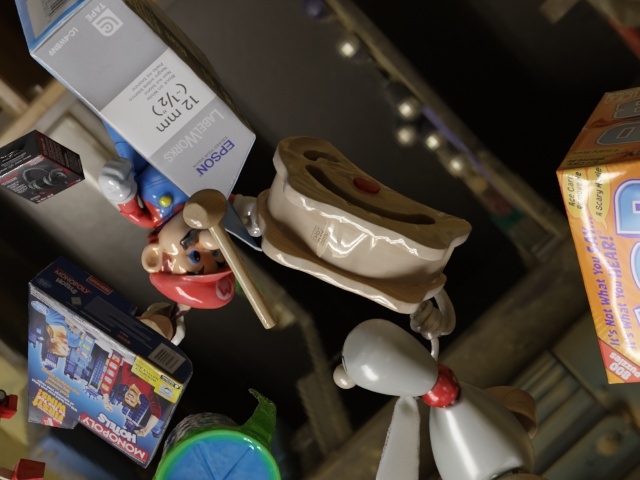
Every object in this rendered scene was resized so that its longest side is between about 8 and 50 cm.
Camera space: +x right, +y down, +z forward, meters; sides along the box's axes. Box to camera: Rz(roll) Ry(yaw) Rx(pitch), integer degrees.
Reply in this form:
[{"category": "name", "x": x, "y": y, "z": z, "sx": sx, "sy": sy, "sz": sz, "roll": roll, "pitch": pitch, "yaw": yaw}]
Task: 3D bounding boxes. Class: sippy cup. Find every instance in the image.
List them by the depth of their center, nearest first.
[{"category": "sippy cup", "x": -0.204, "y": 0.431, "z": 2.166, "sx": 0.224, "sy": 0.305, "sz": 0.240, "roll": -143, "pitch": 35, "yaw": -75}]

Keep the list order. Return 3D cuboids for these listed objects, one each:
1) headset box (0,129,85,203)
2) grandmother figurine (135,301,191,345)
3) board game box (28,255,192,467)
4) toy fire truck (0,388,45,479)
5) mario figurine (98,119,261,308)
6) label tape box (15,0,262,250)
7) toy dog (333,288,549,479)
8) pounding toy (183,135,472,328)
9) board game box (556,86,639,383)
[{"category": "headset box", "x": -0.281, "y": -0.073, "z": 1.127, "sx": 0.083, "sy": 0.062, "sz": 0.032, "roll": 34, "pitch": -147, "yaw": -63}, {"category": "grandmother figurine", "x": -0.301, "y": 0.166, "z": 2.056, "sx": 0.104, "sy": 0.208, "sz": 0.342, "roll": 52, "pitch": 180, "yaw": -4}, {"category": "board game box", "x": -0.240, "y": 0.147, "z": 1.240, "sx": 0.194, "sy": 0.194, "sz": 0.060, "roll": 33, "pitch": -141, "yaw": 7}, {"category": "toy fire truck", "x": -0.504, "y": 0.288, "z": 1.705, "sx": 0.192, "sy": 0.047, "sz": 0.135, "roll": 12, "pitch": -118, "yaw": -25}, {"category": "mario figurine", "x": -0.182, "y": -0.062, "z": 1.572, "sx": 0.170, "sy": 0.198, "sz": 0.321, "roll": -119, "pitch": 10, "yaw": -87}, {"category": "label tape box", "x": -0.176, "y": -0.172, "z": 1.284, "sx": 0.347, "sy": 0.115, "sz": 0.249, "roll": 42, "pitch": -171, "yaw": -34}, {"category": "toy dog", "x": 0.118, "y": 0.206, "z": 1.261, "sx": 0.334, "sy": 0.161, "sz": 0.220, "roll": 50, "pitch": -153, "yaw": -15}, {"category": "pounding toy", "x": 0.000, "y": 0.000, "z": 1.162, "sx": 0.269, "sy": 0.155, "sz": 0.154, "roll": 23, "pitch": -155, "yaw": -1}, {"category": "board game box", "x": 0.606, "y": -0.034, "z": 1.738, "sx": 0.356, "sy": 0.356, "sz": 0.356, "roll": -47, "pitch": -56, "yaw": -54}]
